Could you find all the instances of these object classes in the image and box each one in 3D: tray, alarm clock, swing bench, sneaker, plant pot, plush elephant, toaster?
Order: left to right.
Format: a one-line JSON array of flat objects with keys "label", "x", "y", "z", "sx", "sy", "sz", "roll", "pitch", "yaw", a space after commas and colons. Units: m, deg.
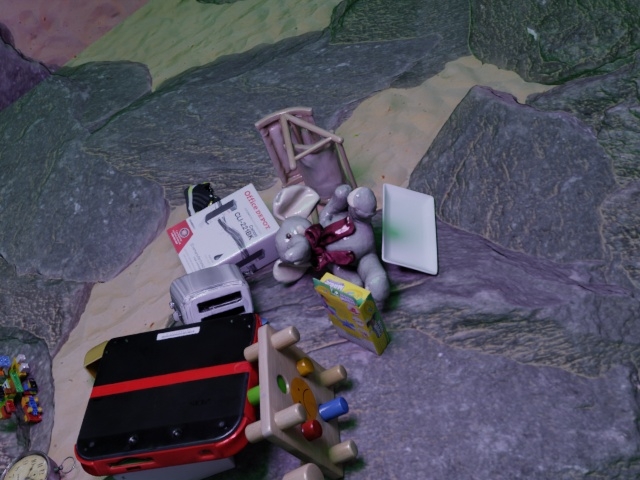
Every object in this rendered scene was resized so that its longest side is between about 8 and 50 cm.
[{"label": "alarm clock", "x": -0.644, "y": 0.543, "z": 1.584, "sx": 0.192, "sy": 0.064, "sz": 0.129, "roll": -24, "pitch": 44, "yaw": 2}, {"label": "plant pot", "x": -0.548, "y": 0.302, "z": 1.763, "sx": 0.081, "sy": 0.081, "sz": 0.083, "roll": -29, "pitch": 34, "yaw": -6}, {"label": "sneaker", "x": -0.341, "y": -0.104, "z": 2.053, "sx": 0.097, "sy": 0.084, "sz": 0.234, "roll": -23, "pitch": 44, "yaw": -1}, {"label": "toaster", "x": -0.258, "y": 0.144, "z": 1.723, "sx": 0.227, "sy": 0.129, "sz": 0.146, "roll": -15, "pitch": 22, "yaw": -15}, {"label": "swing bench", "x": -0.029, "y": -0.209, "z": 1.905, "sx": 0.165, "sy": 0.253, "sz": 0.254, "roll": -30, "pitch": 46, "yaw": -7}, {"label": "plush elephant", "x": 0.000, "y": 0.000, "z": 1.702, "sx": 0.256, "sy": 0.271, "sz": 0.330, "roll": -11, "pitch": 15, "yaw": -6}, {"label": "tray", "x": 0.221, "y": -0.027, "z": 1.760, "sx": 0.145, "sy": 0.030, "sz": 0.270, "roll": 16, "pitch": 47, "yaw": -11}]

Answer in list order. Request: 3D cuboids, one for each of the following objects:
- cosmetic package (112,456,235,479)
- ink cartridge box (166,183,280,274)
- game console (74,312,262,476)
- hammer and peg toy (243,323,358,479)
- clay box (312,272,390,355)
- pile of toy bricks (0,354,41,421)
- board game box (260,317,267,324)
[{"label": "cosmetic package", "x": -0.325, "y": 0.411, "z": 1.527, "sx": 0.224, "sy": 0.138, "sz": 0.224, "roll": -20, "pitch": 43, "yaw": 3}, {"label": "ink cartridge box", "x": -0.247, "y": -0.001, "z": 1.880, "sx": 0.273, "sy": 0.114, "sz": 0.197, "roll": -29, "pitch": 55, "yaw": -7}, {"label": "game console", "x": -0.317, "y": 0.320, "z": 1.482, "sx": 0.387, "sy": 0.060, "sz": 0.342, "roll": -11, "pitch": 40, "yaw": 11}, {"label": "hammer and peg toy", "x": -0.034, "y": 0.370, "z": 1.380, "sx": 0.127, "sy": 0.266, "sz": 0.361, "roll": -28, "pitch": 43, "yaw": 20}, {"label": "clay box", "x": 0.070, "y": 0.156, "z": 1.546, "sx": 0.127, "sy": 0.222, "sz": 0.053, "roll": 22, "pitch": 60, "yaw": 35}, {"label": "pile of toy bricks", "x": -0.797, "y": 0.396, "z": 1.770, "sx": 0.105, "sy": 0.118, "sz": 0.212, "roll": -51, "pitch": 52, "yaw": 18}, {"label": "board game box", "x": -0.208, "y": 0.227, "z": 1.699, "sx": 0.169, "sy": 0.033, "sz": 0.133, "roll": -9, "pitch": 6, "yaw": 19}]
